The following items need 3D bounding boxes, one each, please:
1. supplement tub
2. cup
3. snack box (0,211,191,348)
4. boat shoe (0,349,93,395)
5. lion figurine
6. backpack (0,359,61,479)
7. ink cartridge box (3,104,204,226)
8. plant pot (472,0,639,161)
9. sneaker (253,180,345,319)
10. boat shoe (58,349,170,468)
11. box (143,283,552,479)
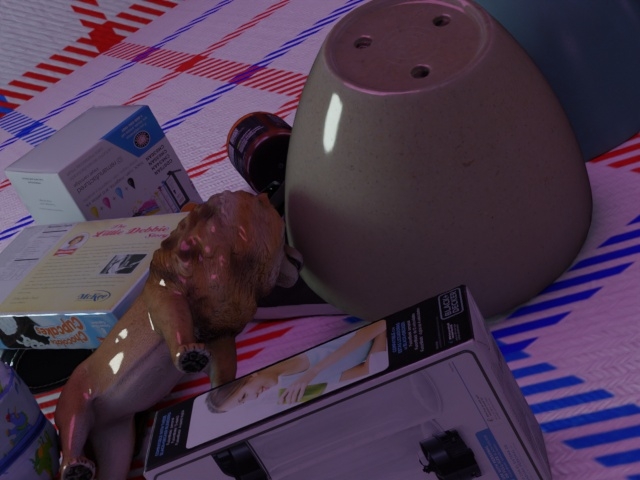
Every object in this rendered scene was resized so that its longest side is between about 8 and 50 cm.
[{"bbox_3d":[-0.079,-0.131,1.868,0.106,0.106,0.198,-31,23,-4],"label":"supplement tub"},{"bbox_3d":[0.104,-0.110,1.296,0.331,0.237,0.331,-8,45,8],"label":"cup"},{"bbox_3d":[-0.296,0.051,1.539,0.322,0.060,0.187,-4,36,38],"label":"snack box"},{"bbox_3d":[-0.271,0.097,1.613,0.302,0.114,0.091,-39,19,-20],"label":"boat shoe"},{"bbox_3d":[-0.175,0.125,1.266,0.392,0.142,0.240,-40,34,12],"label":"lion figurine"},{"bbox_3d":[-0.443,0.270,1.324,0.356,0.273,0.290,-21,6,-12],"label":"backpack"},{"bbox_3d":[-0.284,-0.047,1.772,0.171,0.232,0.168,-42,28,-28],"label":"ink cartridge box"},{"bbox_3d":[0.255,-0.247,1.551,0.293,0.235,0.293,-25,23,12],"label":"plant pot"},{"bbox_3d":[0.000,0.000,1.451,0.296,0.147,0.104,-11,27,34],"label":"sneaker"},{"bbox_3d":[-0.210,0.164,1.452,0.095,0.095,0.257,-7,35,15],"label":"boat shoe"},{"bbox_3d":[0.023,0.173,1.041,0.290,0.169,0.087,-22,26,13],"label":"box"}]
